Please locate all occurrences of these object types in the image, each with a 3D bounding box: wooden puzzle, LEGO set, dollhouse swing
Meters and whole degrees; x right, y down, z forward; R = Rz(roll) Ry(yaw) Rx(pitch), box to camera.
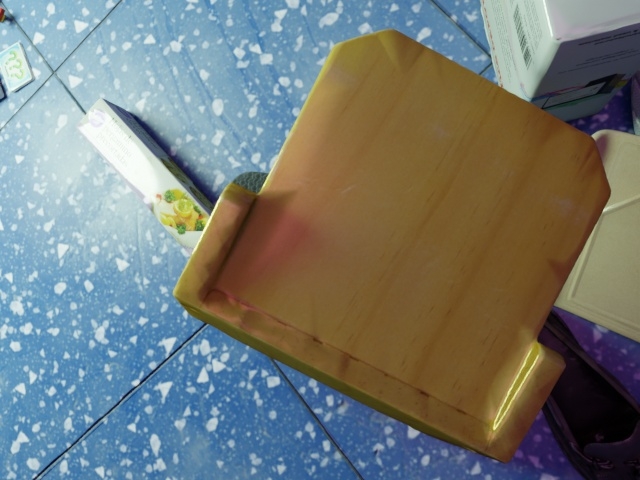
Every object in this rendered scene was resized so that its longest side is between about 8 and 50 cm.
[{"bbox_3d":[0.384,0.013,0.583,0.238,0.044,0.221,23,117,31],"label":"wooden puzzle"},{"bbox_3d":[-0.616,-0.346,0.929,0.182,0.060,0.245,-25,79,8],"label":"LEGO set"},{"bbox_3d":[0.070,0.016,0.603,0.346,0.315,0.305,26,75,-3],"label":"dollhouse swing"}]

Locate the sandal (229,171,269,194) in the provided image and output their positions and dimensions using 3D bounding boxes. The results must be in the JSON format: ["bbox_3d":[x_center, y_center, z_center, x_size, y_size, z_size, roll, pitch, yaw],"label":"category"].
[{"bbox_3d":[0.005,-0.028,0.698,0.254,0.055,0.097,18,61,7],"label":"sandal"}]

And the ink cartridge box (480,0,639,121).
[{"bbox_3d":[0.254,-0.256,0.572,0.116,0.278,0.202,-11,83,11],"label":"ink cartridge box"}]

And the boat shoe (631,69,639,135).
[{"bbox_3d":[0.453,-0.080,0.607,0.094,0.109,0.303,-20,85,-10],"label":"boat shoe"}]

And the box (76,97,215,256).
[{"bbox_3d":[-0.232,-0.079,0.799,0.063,0.067,0.324,-46,75,7],"label":"box"}]

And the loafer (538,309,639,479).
[{"bbox_3d":[0.312,0.203,0.614,0.109,0.095,0.303,-39,77,10],"label":"loafer"}]
